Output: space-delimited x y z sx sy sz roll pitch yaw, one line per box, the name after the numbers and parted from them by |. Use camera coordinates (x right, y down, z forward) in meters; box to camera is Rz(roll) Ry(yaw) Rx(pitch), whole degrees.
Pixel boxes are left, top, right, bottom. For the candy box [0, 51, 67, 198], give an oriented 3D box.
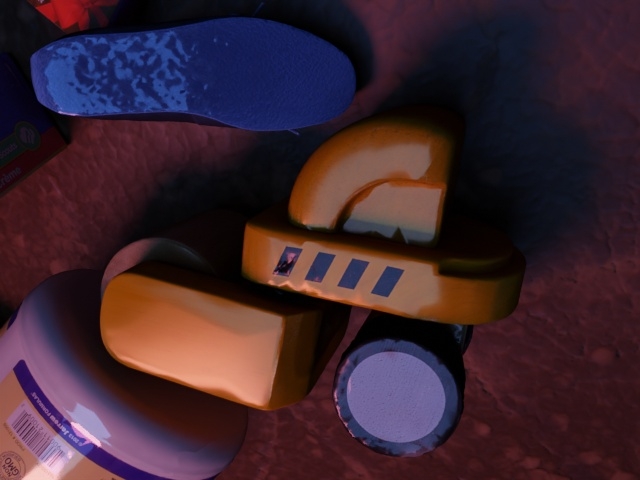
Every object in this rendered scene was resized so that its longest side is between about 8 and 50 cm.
-0.447 -0.029 0.659 0.317 0.268 0.122 -20 113 28 | candy box

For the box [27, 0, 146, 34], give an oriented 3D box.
-0.184 -0.323 0.530 0.201 0.057 0.293 40 123 -4 | box

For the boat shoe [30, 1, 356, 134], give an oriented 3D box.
-0.101 -0.149 0.574 0.258 0.089 0.109 6 107 -8 | boat shoe

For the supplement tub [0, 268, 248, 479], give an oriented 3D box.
-0.256 0.217 0.654 0.241 0.241 0.331 41 101 -6 | supplement tub

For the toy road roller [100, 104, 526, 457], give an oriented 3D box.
0.000 0.000 0.570 0.330 0.202 0.240 12 106 13 | toy road roller
